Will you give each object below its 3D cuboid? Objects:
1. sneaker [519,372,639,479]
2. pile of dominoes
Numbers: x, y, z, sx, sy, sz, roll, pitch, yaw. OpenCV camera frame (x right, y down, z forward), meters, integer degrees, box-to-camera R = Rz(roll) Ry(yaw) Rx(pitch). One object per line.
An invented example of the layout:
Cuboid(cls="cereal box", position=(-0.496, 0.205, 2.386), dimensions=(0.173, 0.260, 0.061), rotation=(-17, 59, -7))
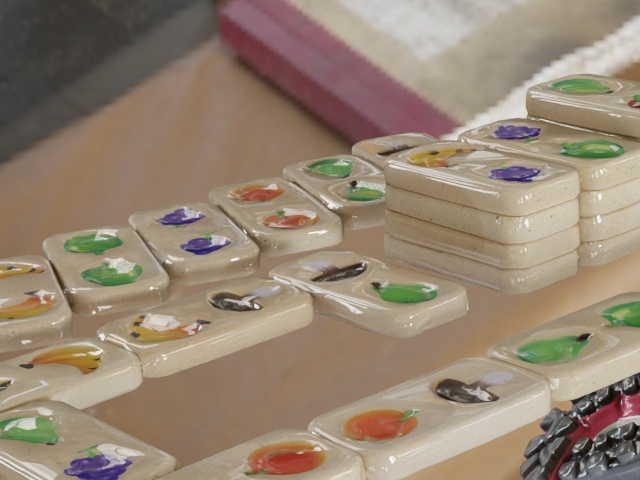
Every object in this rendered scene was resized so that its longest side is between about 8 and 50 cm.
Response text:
Cuboid(cls="sneaker", position=(0.251, 0.090, 0.955), dimensions=(0.299, 0.112, 0.121), rotation=(-24, 20, 30))
Cuboid(cls="pile of dominoes", position=(0.000, 0.000, 0.530), dimensions=(0.251, 0.040, 0.196), rotation=(-18, 23, -37))
